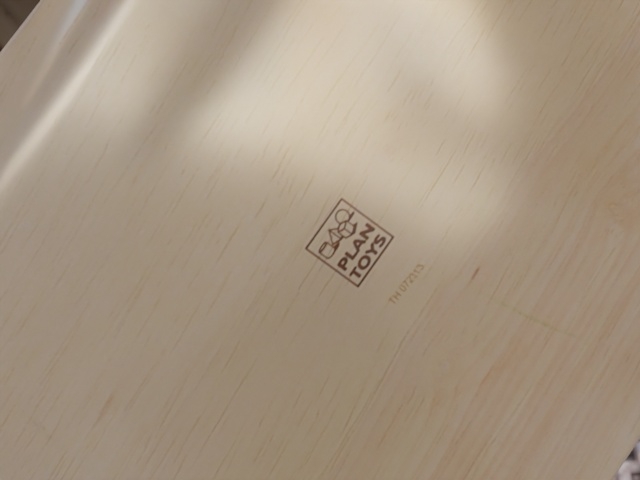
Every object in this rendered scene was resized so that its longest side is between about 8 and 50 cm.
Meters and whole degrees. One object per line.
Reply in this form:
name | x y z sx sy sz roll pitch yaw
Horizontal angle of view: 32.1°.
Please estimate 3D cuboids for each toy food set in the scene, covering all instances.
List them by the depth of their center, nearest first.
toy food set | 0.000 0.000 0.365 0.220 0.306 0.092 36 -6 -7
